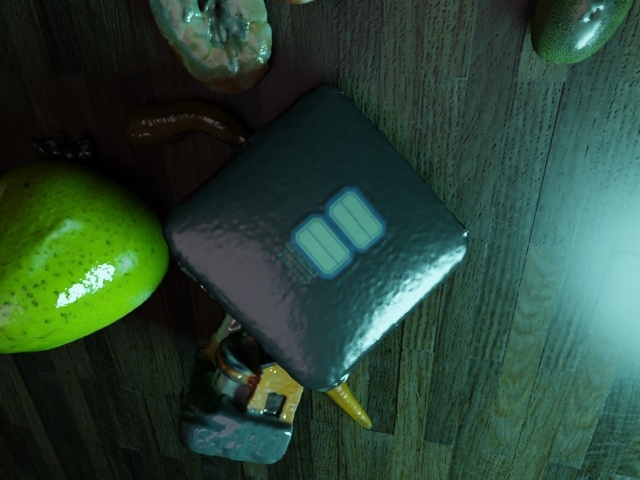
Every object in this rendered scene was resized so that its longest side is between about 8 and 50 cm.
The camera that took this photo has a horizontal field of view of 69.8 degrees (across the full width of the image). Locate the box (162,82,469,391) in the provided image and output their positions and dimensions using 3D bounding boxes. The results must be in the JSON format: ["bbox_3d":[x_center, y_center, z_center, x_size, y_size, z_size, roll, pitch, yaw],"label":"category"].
[{"bbox_3d":[0.000,0.000,0.682,0.350,0.091,0.359,-44,97,-1],"label":"box"}]

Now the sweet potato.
[{"bbox_3d":[-0.217,-0.189,0.747,0.233,0.062,0.081,4,134,9],"label":"sweet potato"}]

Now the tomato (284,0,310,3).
[{"bbox_3d":[-0.019,-0.390,0.502,0.232,0.188,0.232,3,125,4],"label":"tomato"}]

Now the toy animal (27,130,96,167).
[{"bbox_3d":[-0.475,-0.163,0.836,0.135,0.047,0.065,5,127,6],"label":"toy animal"}]

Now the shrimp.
[{"bbox_3d":[-0.178,-0.359,0.645,0.164,0.062,0.317,-22,114,20],"label":"shrimp"}]

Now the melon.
[{"bbox_3d":[0.308,-0.287,0.529,0.099,0.099,0.162,19,122,4],"label":"melon"}]

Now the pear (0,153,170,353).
[{"bbox_3d":[-0.476,0.036,0.778,0.342,0.318,0.238,17,140,4],"label":"pear"}]

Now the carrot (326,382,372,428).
[{"bbox_3d":[0.039,0.310,0.956,0.061,0.061,0.257,-23,119,25],"label":"carrot"}]

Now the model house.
[{"bbox_3d":[-0.114,0.184,0.822,0.190,0.271,0.301,20,106,-13],"label":"model house"}]
